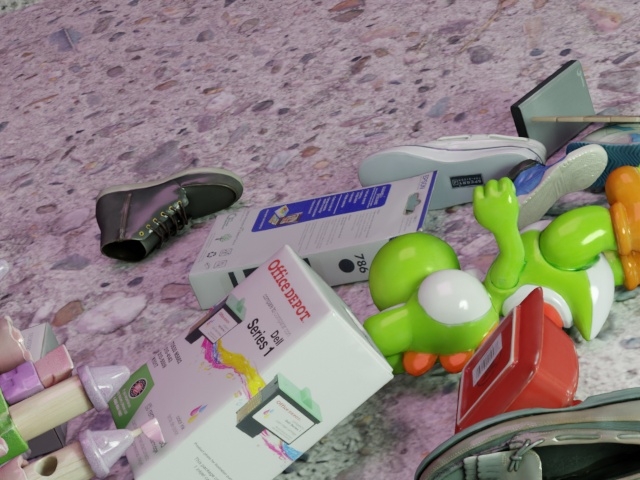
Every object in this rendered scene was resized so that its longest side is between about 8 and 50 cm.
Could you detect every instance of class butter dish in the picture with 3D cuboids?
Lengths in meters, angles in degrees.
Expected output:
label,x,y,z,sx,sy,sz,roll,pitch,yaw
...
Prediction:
label,x,y,z,sx,sy,sz,roll,pitch,yaw
butter dish,0.219,0.157,1.736,0.160,0.118,0.160,-55,12,31

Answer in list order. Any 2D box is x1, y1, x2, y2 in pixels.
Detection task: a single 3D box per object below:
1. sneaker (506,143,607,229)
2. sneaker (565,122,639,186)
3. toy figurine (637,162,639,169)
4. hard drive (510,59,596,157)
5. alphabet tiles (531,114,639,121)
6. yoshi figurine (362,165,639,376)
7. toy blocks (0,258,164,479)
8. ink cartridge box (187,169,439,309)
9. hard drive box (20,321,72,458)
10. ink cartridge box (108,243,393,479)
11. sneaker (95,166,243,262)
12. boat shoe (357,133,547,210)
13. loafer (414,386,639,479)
label,x,y,z,sx,sy,sz,roll,pitch,yaw
sneaker,0.294,-0.087,2.148,0.152,0.058,0.085,-42,31,22
sneaker,0.419,-0.106,2.117,0.092,0.087,0.228,-30,30,-30
toy figurine,0.439,-0.013,1.877,0.173,0.130,0.159,17,40,-9
hard drive,0.320,-0.176,2.307,0.135,0.094,0.022,-38,30,-31
alphabet tiles,0.427,-0.159,2.193,0.237,0.009,0.198,3,6,40
yoshi figurine,0.203,0.024,1.929,0.362,0.204,0.203,-23,10,1
toy blocks,-0.320,0.195,1.822,0.260,0.309,0.289,-27,43,-6
ink cartridge box,0.000,0.000,2.237,0.332,0.065,0.165,-11,27,21
hard drive box,-0.439,0.213,2.112,0.232,0.089,0.181,-18,26,5
ink cartridge box,-0.082,0.160,1.842,0.278,0.117,0.201,-40,27,2
sneaker,-0.217,-0.031,2.457,0.222,0.083,0.118,-12,45,2
boat shoe,0.181,-0.097,2.280,0.258,0.095,0.084,3,29,20
loafer,0.224,0.216,1.639,0.267,0.096,0.084,-18,32,0
